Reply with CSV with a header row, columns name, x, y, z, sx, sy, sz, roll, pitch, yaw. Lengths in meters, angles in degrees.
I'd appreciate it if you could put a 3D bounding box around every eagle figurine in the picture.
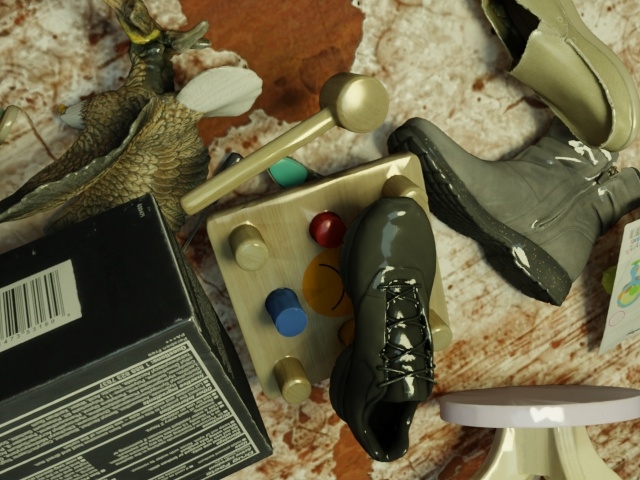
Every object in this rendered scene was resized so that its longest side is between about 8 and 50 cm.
name,x,y,z,sx,sy,sz,roll,pitch,yaw
eagle figurine,-0.221,-0.097,0.691,0.226,0.225,0.298,21,84,-27

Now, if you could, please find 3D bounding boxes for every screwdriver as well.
name,x,y,z,sx,sy,sz,roll,pitch,yaw
screwdriver,-0.143,-0.035,0.804,0.024,0.025,0.169,30,102,-16

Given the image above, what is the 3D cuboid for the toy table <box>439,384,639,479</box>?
name,x,y,z,sx,sy,sz,roll,pitch,yaw
toy table,0.293,0.280,0.847,0.275,0.252,0.160,-1,84,0

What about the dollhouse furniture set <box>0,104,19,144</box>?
name,x,y,z,sx,sy,sz,roll,pitch,yaw
dollhouse furniture set,-0.427,-0.079,0.598,0.212,0.161,0.241,26,73,-30

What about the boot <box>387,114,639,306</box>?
name,x,y,z,sx,sy,sz,roll,pitch,yaw
boot,0.258,-0.094,0.841,0.338,0.118,0.222,41,83,-23

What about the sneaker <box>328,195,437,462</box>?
name,x,y,z,sx,sy,sz,roll,pitch,yaw
sneaker,0.078,0.097,0.670,0.109,0.130,0.286,-3,111,-13

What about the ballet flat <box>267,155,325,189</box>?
name,x,y,z,sx,sy,sz,roll,pitch,yaw
ballet flat,-0.022,-0.074,0.805,0.114,0.041,0.041,27,94,-27

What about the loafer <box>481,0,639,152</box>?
name,x,y,z,sx,sy,sz,roll,pitch,yaw
loafer,0.278,-0.214,0.782,0.092,0.102,0.268,-24,76,-15

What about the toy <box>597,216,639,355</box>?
name,x,y,z,sx,sy,sz,roll,pitch,yaw
toy,0.437,0.040,0.898,0.137,0.056,0.237,-21,133,-17

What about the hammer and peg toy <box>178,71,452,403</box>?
name,x,y,z,sx,sy,sz,roll,pitch,yaw
hammer and peg toy,0.000,0.000,0.752,0.266,0.127,0.361,-20,115,-8

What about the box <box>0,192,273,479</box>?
name,x,y,z,sx,sy,sz,roll,pitch,yaw
box,-0.241,0.154,0.668,0.297,0.182,0.294,-23,139,-7
